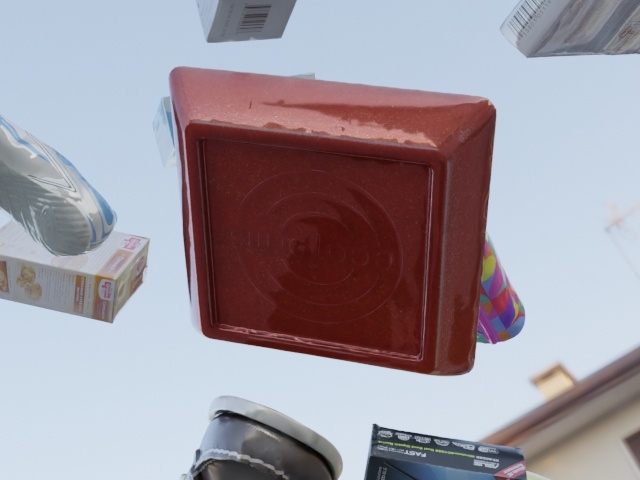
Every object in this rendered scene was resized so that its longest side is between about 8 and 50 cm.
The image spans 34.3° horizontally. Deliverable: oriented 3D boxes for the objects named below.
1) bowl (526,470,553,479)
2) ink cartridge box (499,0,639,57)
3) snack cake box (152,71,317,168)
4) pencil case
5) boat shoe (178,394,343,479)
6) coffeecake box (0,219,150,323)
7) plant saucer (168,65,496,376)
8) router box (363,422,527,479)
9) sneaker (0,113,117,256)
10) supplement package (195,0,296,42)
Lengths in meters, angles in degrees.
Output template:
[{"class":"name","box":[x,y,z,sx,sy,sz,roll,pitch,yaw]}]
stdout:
[{"class":"bowl","box":[0.079,0.272,0.752,0.289,0.289,0.156,-36,-60,15]},{"class":"ink cartridge box","box":[0.317,-0.274,1.089,0.225,0.056,0.181,-13,-31,-42]},{"class":"snack cake box","box":[-0.139,-0.202,1.749,0.264,0.089,0.152,-12,-7,-17]},{"class":"pencil case","box":[0.208,0.058,1.421,0.104,0.104,0.236,-31,-40,8]},{"class":"boat shoe","box":[-0.063,0.210,0.849,0.096,0.116,0.324,-60,-2,-24]},{"class":"coffeecake box","box":[-0.335,0.032,1.363,0.185,0.142,0.068,12,-67,5]},{"class":"plant saucer","box":[0.000,0.000,0.832,0.258,0.048,0.259,8,-56,13]},{"class":"router box","box":[0.066,0.177,0.618,0.092,0.038,0.122,8,-72,3]},{"class":"sneaker","box":[-0.302,-0.074,1.027,0.085,0.237,0.086,-48,-3,19]},{"class":"supplement package","box":[-0.105,-0.353,1.305,0.105,0.179,0.105,-8,-22,-19]}]
